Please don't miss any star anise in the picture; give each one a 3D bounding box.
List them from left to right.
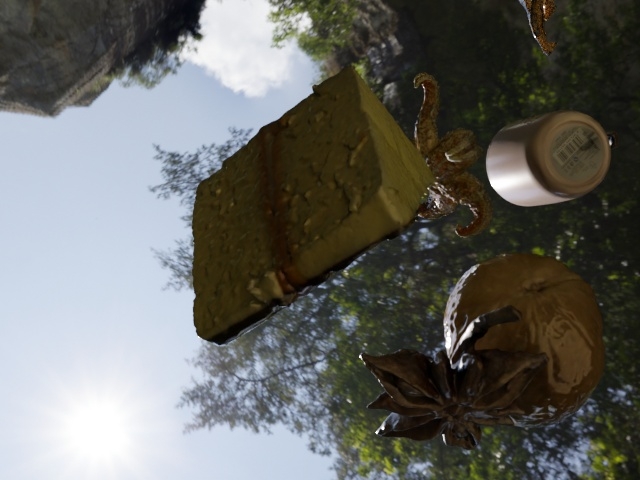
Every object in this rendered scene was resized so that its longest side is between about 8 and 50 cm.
[{"bbox_3d":[0.215,0.235,1.050,0.292,0.109,0.349,-13,-49,4],"label":"star anise"}]

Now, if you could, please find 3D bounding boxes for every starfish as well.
[{"bbox_3d":[0.200,-0.145,1.187,0.113,0.303,0.312,-30,-56,-21],"label":"starfish"}]

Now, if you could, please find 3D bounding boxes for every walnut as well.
[{"bbox_3d":[0.368,0.187,1.196,0.333,0.333,0.333,-1,-88,-19],"label":"walnut"}]

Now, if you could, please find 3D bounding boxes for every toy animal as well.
[{"bbox_3d":[0.307,-0.355,0.908,0.116,0.114,0.255,29,-142,-5],"label":"toy animal"}]

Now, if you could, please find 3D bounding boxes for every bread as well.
[{"bbox_3d":[0.000,0.000,0.706,0.263,0.236,0.198,-34,-56,22],"label":"bread"}]

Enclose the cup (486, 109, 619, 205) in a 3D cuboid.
[{"bbox_3d":[0.501,-0.177,1.339,0.253,0.200,0.191,-15,-87,-8],"label":"cup"}]
